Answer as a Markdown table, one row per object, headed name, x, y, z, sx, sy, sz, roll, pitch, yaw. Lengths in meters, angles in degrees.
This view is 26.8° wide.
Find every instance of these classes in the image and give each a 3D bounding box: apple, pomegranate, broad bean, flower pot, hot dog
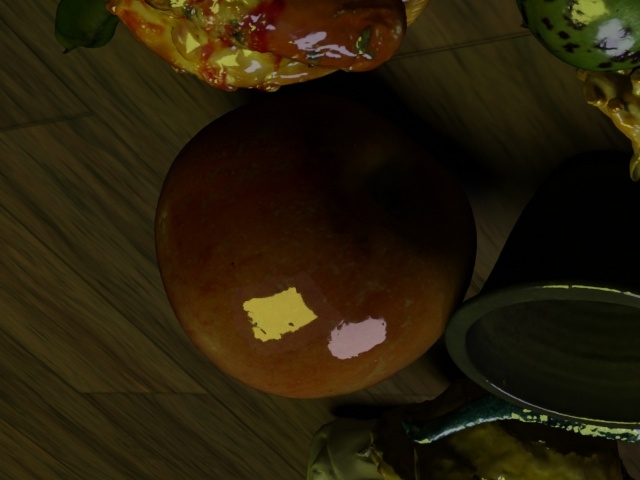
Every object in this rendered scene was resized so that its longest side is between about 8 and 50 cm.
| name | x | y | z | sx | sy | sz | roll | pitch | yaw |
| --- | --- | --- | --- | --- | --- | --- | --- | --- | --- |
| apple | 0.000 | 0.000 | 1.075 | 0.254 | 0.253 | 0.253 | 17 | 150 | 10 |
| pomegranate | 0.185 | -0.167 | 0.798 | 0.162 | 0.122 | 0.122 | -25 | 129 | 23 |
| broad bean | -0.163 | -0.189 | 1.052 | 0.195 | 0.046 | 0.061 | -12 | 133 | 42 |
| flower pot | 0.226 | 0.035 | 1.045 | 0.235 | 0.148 | 0.235 | 12 | 152 | 7 |
| hot dog | -0.052 | -0.188 | 0.871 | 0.257 | 0.153 | 0.150 | 24 | 150 | -2 |

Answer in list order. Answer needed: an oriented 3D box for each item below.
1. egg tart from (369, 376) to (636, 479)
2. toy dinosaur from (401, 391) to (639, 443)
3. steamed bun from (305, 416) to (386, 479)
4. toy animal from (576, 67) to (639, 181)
| name | x | y | z | sx | sy | sz | roll | pitch | yaw |
| --- | --- | --- | --- | --- | --- | --- | --- | --- | --- |
| egg tart | 0.196 | 0.208 | 1.317 | 0.295 | 0.295 | 0.116 | 18 | 106 | 7 |
| toy dinosaur | 0.258 | 0.133 | 1.205 | 0.363 | 0.147 | 0.076 | 4 | 148 | 16 |
| steamed bun | 0.121 | 0.358 | 1.573 | 0.324 | 0.219 | 0.309 | 13 | 148 | 17 |
| toy animal | 0.220 | -0.088 | 0.953 | 0.081 | 0.060 | 0.083 | 27 | 165 | 47 |
